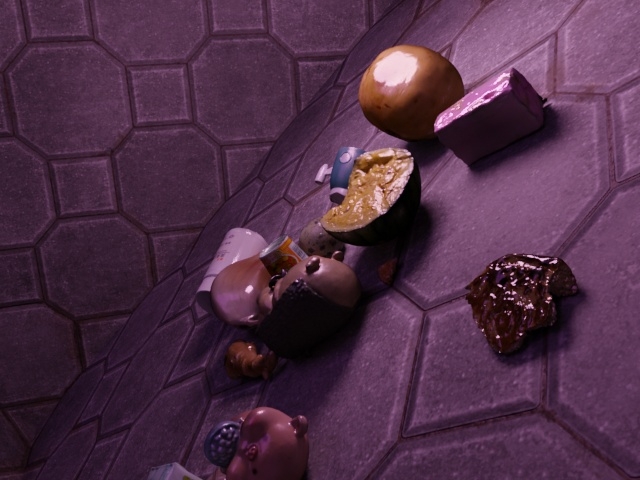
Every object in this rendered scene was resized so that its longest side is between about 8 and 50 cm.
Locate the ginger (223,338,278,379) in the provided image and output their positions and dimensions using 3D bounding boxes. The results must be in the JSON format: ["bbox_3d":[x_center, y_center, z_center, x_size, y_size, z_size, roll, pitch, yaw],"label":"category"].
[{"bbox_3d":[-0.207,0.364,1.931,0.294,0.086,0.131,-16,50,52],"label":"ginger"}]

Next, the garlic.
[{"bbox_3d":[-0.243,0.216,2.141,0.246,0.231,0.340,-6,39,1],"label":"garlic"}]

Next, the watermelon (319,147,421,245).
[{"bbox_3d":[0.175,-0.105,1.820,0.331,0.189,0.330,-26,41,26],"label":"watermelon"}]

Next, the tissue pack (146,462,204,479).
[{"bbox_3d":[-0.290,0.698,1.275,0.162,0.287,0.388,-37,24,46],"label":"tissue pack"}]

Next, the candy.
[{"bbox_3d":[0.449,-0.327,1.676,0.265,0.155,0.115,-27,34,47],"label":"candy"}]

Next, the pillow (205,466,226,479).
[{"bbox_3d":[-0.314,0.693,1.667,0.232,0.038,0.130,-46,24,12],"label":"pillow"}]

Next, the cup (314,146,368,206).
[{"bbox_3d":[0.106,-0.205,2.157,0.300,0.167,0.173,7,66,36],"label":"cup"}]

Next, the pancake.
[{"bbox_3d":[0.388,0.099,1.234,0.212,0.056,0.257,-50,27,20],"label":"pancake"}]

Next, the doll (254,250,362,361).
[{"bbox_3d":[-0.050,0.181,1.740,0.349,0.247,0.247,-53,16,34],"label":"doll"}]

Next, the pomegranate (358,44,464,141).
[{"bbox_3d":[0.295,-0.473,2.018,0.332,0.332,0.332,-41,23,22],"label":"pomegranate"}]

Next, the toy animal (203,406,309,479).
[{"bbox_3d":[-0.137,0.493,1.462,0.221,0.230,0.210,63,-141,-72],"label":"toy animal"}]

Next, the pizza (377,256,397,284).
[{"bbox_3d":[0.190,0.081,1.695,0.078,0.025,0.083,-50,27,14],"label":"pizza"}]

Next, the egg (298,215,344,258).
[{"bbox_3d":[0.000,0.000,2.049,0.182,0.141,0.141,-41,22,40],"label":"egg"}]

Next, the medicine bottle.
[{"bbox_3d":[-0.340,0.129,2.441,0.190,0.190,0.332,-29,29,43],"label":"medicine bottle"}]

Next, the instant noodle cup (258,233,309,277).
[{"bbox_3d":[-0.095,0.087,1.981,0.168,0.185,0.168,-37,12,9],"label":"instant noodle cup"}]

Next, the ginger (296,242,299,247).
[{"bbox_3d":[-0.042,0.027,2.186,0.165,0.067,0.096,-32,6,40],"label":"ginger"}]
